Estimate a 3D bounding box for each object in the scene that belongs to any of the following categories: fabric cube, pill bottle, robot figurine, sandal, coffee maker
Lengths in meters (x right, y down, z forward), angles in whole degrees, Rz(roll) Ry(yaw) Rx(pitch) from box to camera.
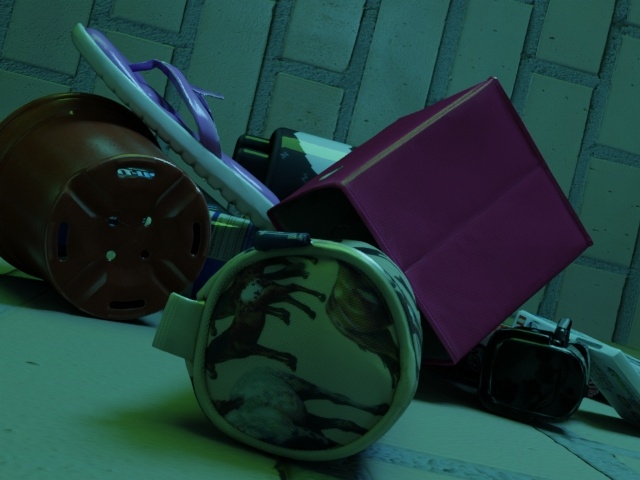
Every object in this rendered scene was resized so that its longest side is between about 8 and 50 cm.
[{"bbox_3d":[0.133,-0.018,1.140,0.259,0.258,0.254,57,-21,-8],"label":"fabric cube"},{"bbox_3d":[-0.140,0.038,1.365,0.272,0.152,0.152,13,1,-1],"label":"pill bottle"},{"bbox_3d":[-0.012,-0.088,1.441,0.278,0.209,0.173,15,-24,-9],"label":"robot figurine"},{"bbox_3d":[-0.170,-0.162,1.230,0.416,0.102,0.169,45,-2,-26],"label":"sandal"},{"bbox_3d":[0.248,0.166,1.100,0.171,0.120,0.178,-12,-9,18],"label":"coffee maker"}]

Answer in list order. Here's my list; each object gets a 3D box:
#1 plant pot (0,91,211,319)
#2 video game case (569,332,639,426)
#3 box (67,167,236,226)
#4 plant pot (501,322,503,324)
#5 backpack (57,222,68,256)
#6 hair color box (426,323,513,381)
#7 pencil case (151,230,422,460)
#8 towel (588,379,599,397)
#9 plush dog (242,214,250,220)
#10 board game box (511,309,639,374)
[{"bbox_3d":[-0.280,-0.037,1.120,0.272,0.272,0.265,13,8,-32],"label":"plant pot"},{"bbox_3d":[0.404,0.196,1.185,0.157,0.019,0.143,50,-7,-11],"label":"video game case"},{"bbox_3d":[-0.342,-0.081,1.574,0.295,0.073,0.293,6,23,-40],"label":"box"},{"bbox_3d":[0.200,0.060,1.465,0.235,0.293,0.293,30,2,4],"label":"plant pot"},{"bbox_3d":[-0.453,-0.013,1.533,0.101,0.098,0.120,10,1,34],"label":"backpack"},{"bbox_3d":[0.205,0.153,1.281,0.167,0.053,0.093,14,-36,33],"label":"hair color box"},{"bbox_3d":[-0.001,0.074,0.797,0.183,0.160,0.410,27,2,6],"label":"pencil case"},{"bbox_3d":[0.375,0.224,1.510,0.197,0.029,0.144,14,0,13],"label":"towel"},{"bbox_3d":[0.000,0.000,1.632,0.210,0.225,0.262,45,1,23],"label":"plush dog"},{"bbox_3d":[0.494,0.212,1.499,0.193,0.053,0.305,20,4,-36],"label":"board game box"}]
